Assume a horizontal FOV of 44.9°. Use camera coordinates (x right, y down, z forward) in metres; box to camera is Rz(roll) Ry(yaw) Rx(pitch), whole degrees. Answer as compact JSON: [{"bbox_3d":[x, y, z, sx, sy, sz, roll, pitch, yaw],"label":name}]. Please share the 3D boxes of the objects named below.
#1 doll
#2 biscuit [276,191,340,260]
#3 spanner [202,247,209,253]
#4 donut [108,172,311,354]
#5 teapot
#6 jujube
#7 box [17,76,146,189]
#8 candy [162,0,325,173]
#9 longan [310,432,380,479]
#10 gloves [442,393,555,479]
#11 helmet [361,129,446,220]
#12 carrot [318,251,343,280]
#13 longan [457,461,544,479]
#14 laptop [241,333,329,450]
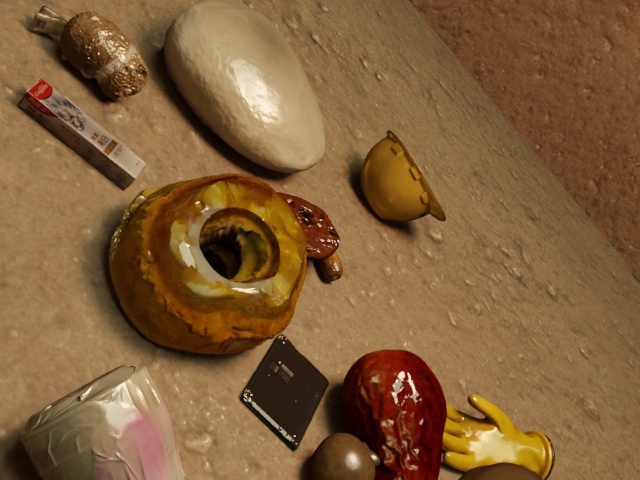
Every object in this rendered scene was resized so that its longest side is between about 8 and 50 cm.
[{"bbox_3d":[-0.402,-0.345,1.383,0.221,0.115,0.105,40,43,-5],"label":"doll"},{"bbox_3d":[-0.048,-0.033,1.517,0.192,0.049,0.192,20,28,-12],"label":"biscuit"},{"bbox_3d":[-0.171,-0.003,1.381,0.325,0.040,0.095,32,37,-30],"label":"spanner"},{"bbox_3d":[-0.157,0.032,1.224,0.330,0.160,0.329,18,62,-38],"label":"donut"},{"bbox_3d":[-0.254,0.258,0.942,0.163,0.221,0.178,-28,90,-19],"label":"teapot"},{"bbox_3d":[0.129,0.317,1.332,0.190,0.190,0.255,19,61,-41],"label":"jujube"},{"bbox_3d":[-0.390,-0.174,1.276,0.218,0.039,0.055,40,35,-17],"label":"box"},{"bbox_3d":[-0.135,-0.332,1.641,0.426,0.186,0.386,59,28,4],"label":"candy"},{"bbox_3d":[0.041,0.356,1.223,0.119,0.106,0.106,-14,68,-34],"label":"longan"},{"bbox_3d":[0.327,0.404,1.556,0.294,0.116,0.133,25,32,-26],"label":"gloves"},{"bbox_3d":[0.175,-0.125,1.857,0.256,0.140,0.205,61,-1,-3],"label":"helmet"},{"bbox_3d":[0.000,0.000,1.594,0.047,0.047,0.191,14,45,-45],"label":"carrot"},{"bbox_3d":[0.323,0.509,1.326,0.248,0.248,0.248,33,36,-28],"label":"longan"},{"bbox_3d":[-0.055,0.249,1.296,0.129,0.016,0.180,45,33,-8],"label":"laptop"}]
